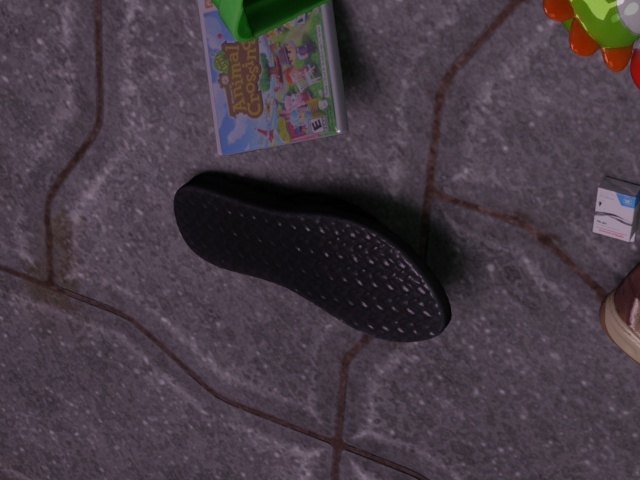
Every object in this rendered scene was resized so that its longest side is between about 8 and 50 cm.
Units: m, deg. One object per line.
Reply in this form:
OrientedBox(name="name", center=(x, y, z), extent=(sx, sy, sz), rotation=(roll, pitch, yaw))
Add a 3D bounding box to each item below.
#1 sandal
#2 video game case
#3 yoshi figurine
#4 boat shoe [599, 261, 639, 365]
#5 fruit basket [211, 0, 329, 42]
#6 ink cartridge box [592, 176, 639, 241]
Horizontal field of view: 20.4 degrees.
OrientedBox(name="sandal", center=(-0.001, -0.002, 2.343), extent=(0.445, 0.107, 0.168), rotation=(23, 133, 33))
OrientedBox(name="video game case", center=(-0.061, -0.222, 2.192), extent=(0.193, 0.023, 0.212), rotation=(-8, 89, 35))
OrientedBox(name="yoshi figurine", center=(0.356, -0.256, 1.784), extent=(0.362, 0.203, 0.203), rotation=(27, 126, -29))
OrientedBox(name="boat shoe", center=(0.498, 0.145, 2.122), extent=(0.342, 0.123, 0.123), rotation=(39, 135, 9))
OrientedBox(name="fruit basket", center=(0.065, -0.360, 1.845), extent=(0.392, 0.392, 0.283), rotation=(26, 132, 13))
OrientedBox(name="ink cartridge box", center=(0.356, -0.030, 2.139), extent=(0.048, 0.028, 0.083), rotation=(17, 130, 21))
